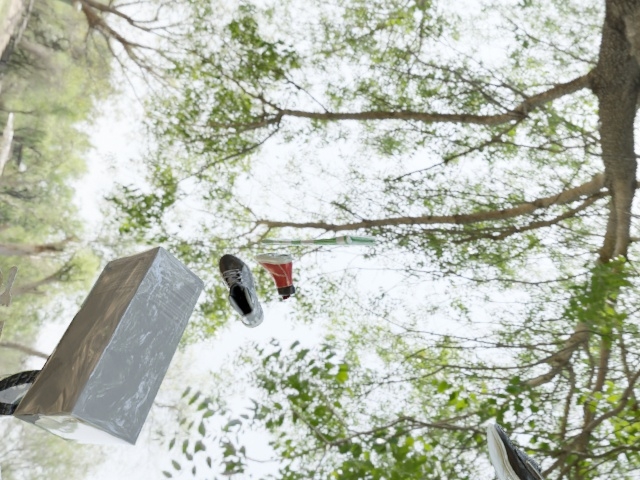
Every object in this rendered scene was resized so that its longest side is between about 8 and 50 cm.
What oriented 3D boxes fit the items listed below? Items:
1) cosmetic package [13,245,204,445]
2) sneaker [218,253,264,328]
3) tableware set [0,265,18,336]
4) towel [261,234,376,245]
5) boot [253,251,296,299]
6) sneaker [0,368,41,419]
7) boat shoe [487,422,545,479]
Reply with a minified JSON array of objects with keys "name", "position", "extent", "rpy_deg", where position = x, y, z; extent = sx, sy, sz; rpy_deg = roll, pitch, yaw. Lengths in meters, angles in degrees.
[{"name":"cosmetic package","position":[-0.263,0.133,0.608],"extent":[0.127,0.107,0.238],"rpy_deg":[-12,-133,31]},{"name":"sneaker","position":[-0.217,0.112,1.222],"extent":[0.228,0.086,0.132],"rpy_deg":[59,-7,23]},{"name":"tableware set","position":[-0.640,0.124,0.835],"extent":[0.039,0.128,0.194],"rpy_deg":[20,-85,65]},{"name":"towel","position":[0.000,0.000,1.601],"extent":[0.325,0.248,0.038],"rpy_deg":[0,-90,28]},{"name":"boot","position":[-0.176,0.134,1.767],"extent":[0.244,0.088,0.176],"rpy_deg":[7,-72,57]},{"name":"sneaker","position":[-0.713,0.337,0.972],"extent":[0.121,0.300,0.111],"rpy_deg":[151,-64,-61]},{"name":"boat shoe","position":[0.419,0.484,0.979],"extent":[0.233,0.079,0.084],"rpy_deg":[-106,-166,-65]}]
